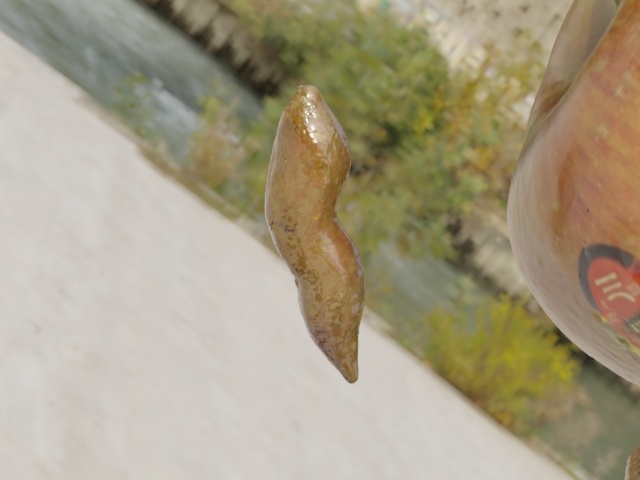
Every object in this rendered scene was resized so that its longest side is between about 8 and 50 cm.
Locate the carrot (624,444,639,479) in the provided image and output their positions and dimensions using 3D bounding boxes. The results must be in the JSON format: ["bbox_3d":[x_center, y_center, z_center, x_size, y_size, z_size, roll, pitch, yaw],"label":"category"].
[{"bbox_3d":[0.306,0.224,1.436,0.048,0.048,0.139,38,17,3],"label":"carrot"}]

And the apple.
[{"bbox_3d":[0.322,-0.067,1.086,0.333,0.400,0.400,26,10,-4],"label":"apple"}]

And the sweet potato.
[{"bbox_3d":[-0.004,0.000,1.076,0.065,0.218,0.051,-8,16,-3],"label":"sweet potato"}]
